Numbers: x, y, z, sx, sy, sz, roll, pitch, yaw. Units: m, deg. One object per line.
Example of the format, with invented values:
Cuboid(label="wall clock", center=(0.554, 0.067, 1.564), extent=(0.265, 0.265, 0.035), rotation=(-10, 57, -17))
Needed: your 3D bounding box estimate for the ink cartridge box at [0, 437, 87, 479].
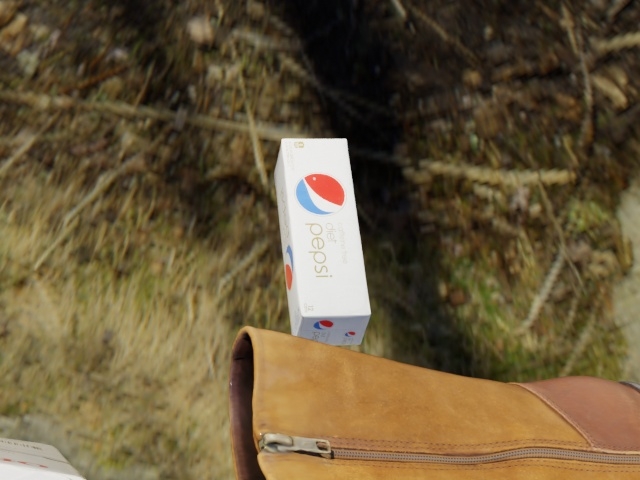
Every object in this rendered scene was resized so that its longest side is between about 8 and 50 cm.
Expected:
Cuboid(label="ink cartridge box", center=(-0.378, 0.257, 1.481), extent=(0.285, 0.395, 0.166), rotation=(10, 84, -12))

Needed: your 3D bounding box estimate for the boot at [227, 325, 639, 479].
Cuboid(label="boot", center=(0.106, 0.154, 0.756), extent=(0.280, 0.264, 0.096), rotation=(11, 135, -30))

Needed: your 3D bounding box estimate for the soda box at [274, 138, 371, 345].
Cuboid(label="soda box", center=(0.000, 0.000, 1.685), extent=(0.074, 0.216, 0.069), rotation=(-1, 149, -10))
